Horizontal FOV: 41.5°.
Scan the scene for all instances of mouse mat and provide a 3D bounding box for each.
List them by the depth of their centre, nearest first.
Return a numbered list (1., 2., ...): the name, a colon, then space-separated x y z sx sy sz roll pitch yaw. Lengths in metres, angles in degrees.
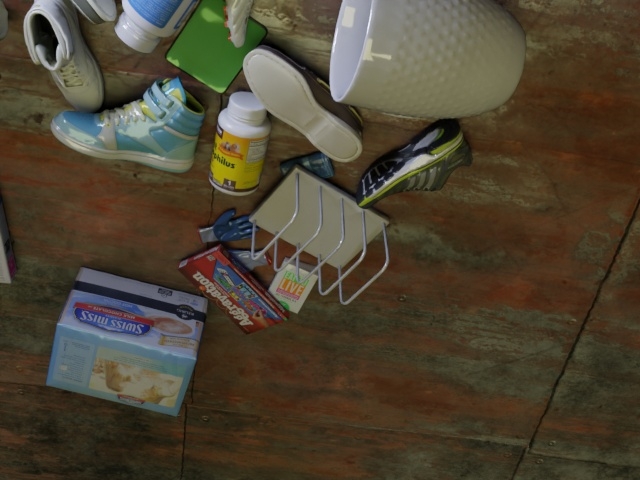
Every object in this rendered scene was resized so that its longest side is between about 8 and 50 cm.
1. mouse mat: -0.221 -0.413 1.782 0.153 0.007 0.189 31 122 -20

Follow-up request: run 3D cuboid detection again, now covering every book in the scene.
1. book: -0.074 0.114 2.149 0.096 0.035 0.144 21 126 -10

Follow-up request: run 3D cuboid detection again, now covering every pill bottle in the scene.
1. pill bottle: -0.313 -0.481 1.663 0.124 0.124 0.221 33 120 -20
2. pill bottle: -0.175 -0.213 1.857 0.117 0.117 0.215 11 125 -6

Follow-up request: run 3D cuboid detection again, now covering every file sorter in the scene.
1. file sorter: 0.000 0.000 1.953 0.278 0.173 0.193 28 125 -25

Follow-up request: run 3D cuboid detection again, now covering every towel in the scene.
1. towel: -0.031 -0.163 1.944 0.120 0.029 0.067 -14 124 12

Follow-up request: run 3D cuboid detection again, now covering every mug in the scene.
1. mug: 0.199 -0.354 1.677 0.328 0.276 0.374 9 156 -13

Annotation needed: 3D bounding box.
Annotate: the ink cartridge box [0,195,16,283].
1. ink cartridge box: -0.859 -0.034 2.047 0.186 0.065 0.311 3 128 0

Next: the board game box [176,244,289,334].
1. board game box: -0.219 0.130 2.144 0.145 0.027 0.281 -22 126 31

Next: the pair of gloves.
1. pair of gloves: -0.213 0.009 2.081 0.159 0.023 0.198 -11 126 8

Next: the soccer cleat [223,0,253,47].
1. soccer cleat: -0.158 -0.482 1.690 0.076 0.068 0.196 -4 120 -2

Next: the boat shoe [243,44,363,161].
1. boat shoe: -0.030 -0.302 1.801 0.324 0.096 0.117 39 130 -22

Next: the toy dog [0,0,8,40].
1. toy dog: -0.837 -0.431 1.567 0.408 0.395 0.284 -10 134 -1

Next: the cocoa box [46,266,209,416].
1. cocoa box: -0.485 0.258 2.143 0.347 0.228 0.231 16 125 -9

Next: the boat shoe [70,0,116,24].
1. boat shoe: -0.515 -0.545 1.637 0.091 0.109 0.305 -26 115 20

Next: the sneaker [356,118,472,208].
1. sneaker: 0.211 -0.146 1.903 0.300 0.111 0.121 -30 124 24

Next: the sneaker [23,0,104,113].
1. sneaker: -0.532 -0.362 1.731 0.108 0.169 0.292 -7 127 5

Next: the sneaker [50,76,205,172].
1. sneaker: -0.397 -0.275 1.804 0.319 0.127 0.208 9 127 -28
